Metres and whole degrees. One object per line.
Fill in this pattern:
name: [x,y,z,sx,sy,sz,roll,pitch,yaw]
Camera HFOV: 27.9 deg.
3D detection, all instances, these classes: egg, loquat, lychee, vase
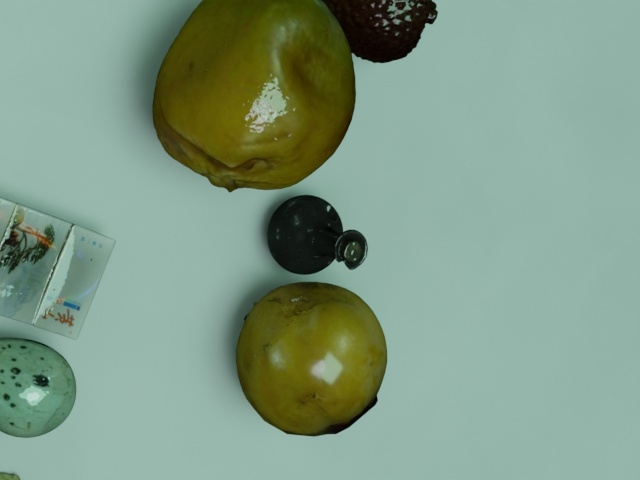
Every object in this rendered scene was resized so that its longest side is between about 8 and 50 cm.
egg: [-0.402,0.189,1.704,0.164,0.131,0.131,30,83,-27]
loquat: [-0.093,-0.209,1.750,0.276,0.276,0.284,10,78,-33]
lychee: [0.083,-0.352,1.871,0.194,0.194,0.194,-7,103,-31]
vase: [0.000,0.000,1.885,0.120,0.183,0.120,-8,105,-30]
loquat: [-0.012,0.172,1.891,0.235,0.235,0.235,-7,103,-31]

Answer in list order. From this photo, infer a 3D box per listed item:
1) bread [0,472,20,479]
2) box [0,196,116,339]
bread: [-0.466,0.376,1.726,0.147,0.127,0.152,11,77,-33]
box: [-0.405,0.028,1.707,0.233,0.067,0.149,22,88,-34]
